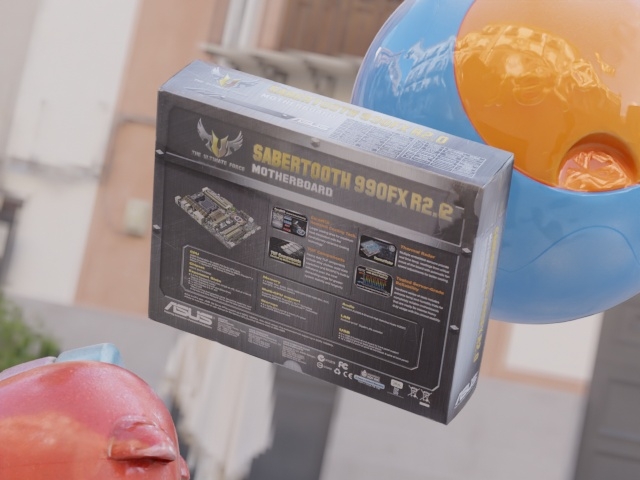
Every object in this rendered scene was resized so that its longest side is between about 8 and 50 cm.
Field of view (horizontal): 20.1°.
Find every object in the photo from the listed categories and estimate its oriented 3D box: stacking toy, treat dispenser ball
[{"bbox_3d":[-0.114,0.175,0.791,0.130,0.280,0.309,-3,-3,-1],"label":"stacking toy"},{"bbox_3d":[0.163,-0.079,1.387,0.288,0.288,0.288,11,-6,1],"label":"treat dispenser ball"}]

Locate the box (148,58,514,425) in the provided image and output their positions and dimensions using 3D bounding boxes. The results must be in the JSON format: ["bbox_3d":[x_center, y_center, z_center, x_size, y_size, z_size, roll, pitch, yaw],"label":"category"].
[{"bbox_3d":[0.000,0.000,1.177,0.231,0.183,0.056,17,33,19],"label":"box"}]
